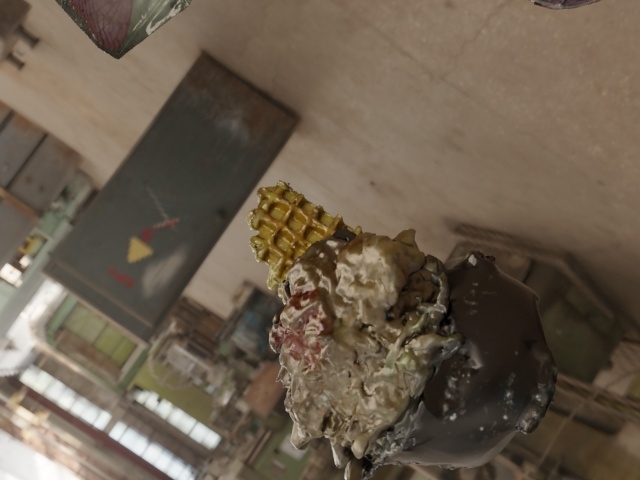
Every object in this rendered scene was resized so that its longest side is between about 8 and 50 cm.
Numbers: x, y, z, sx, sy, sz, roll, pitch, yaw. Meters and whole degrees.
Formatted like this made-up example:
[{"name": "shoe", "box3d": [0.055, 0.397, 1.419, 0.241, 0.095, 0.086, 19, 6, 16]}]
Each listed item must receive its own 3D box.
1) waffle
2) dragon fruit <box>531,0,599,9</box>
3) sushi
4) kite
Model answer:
[{"name": "waffle", "box3d": [0.000, 0.000, 1.132, 0.046, 0.160, 0.192, 71, 177, -67]}, {"name": "dragon fruit", "box3d": [0.309, -0.422, 1.216, 0.223, 0.148, 0.218, -13, 137, 10]}, {"name": "sushi", "box3d": [0.069, 0.104, 0.889, 0.218, 0.239, 0.225, 20, 153, -24]}, {"name": "kite", "box3d": [-0.284, -0.350, 0.987, 0.360, 0.204, 0.022, 33, 162, -3]}]
